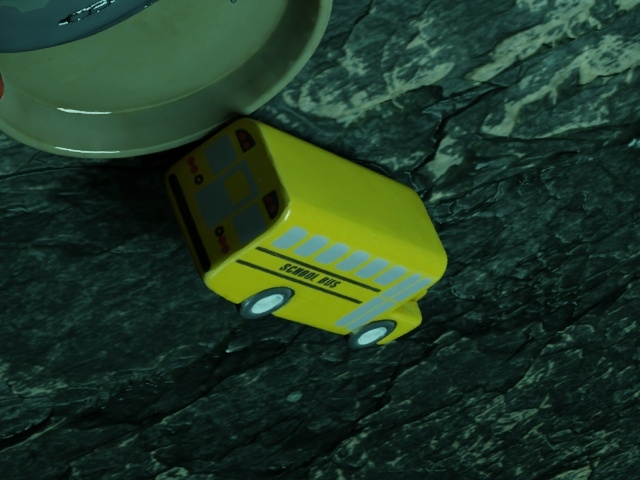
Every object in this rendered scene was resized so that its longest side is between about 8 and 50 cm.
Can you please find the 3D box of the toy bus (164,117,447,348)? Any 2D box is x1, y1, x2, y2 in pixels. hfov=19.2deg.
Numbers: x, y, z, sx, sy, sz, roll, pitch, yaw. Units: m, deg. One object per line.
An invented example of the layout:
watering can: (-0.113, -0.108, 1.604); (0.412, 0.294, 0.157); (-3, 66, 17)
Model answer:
toy bus: (0.000, 0.000, 1.621); (0.130, 0.108, 0.332); (-34, 153, 21)

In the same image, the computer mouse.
computer mouse: (-0.143, -0.195, 1.235); (0.262, 0.060, 0.184); (-10, 148, -18)

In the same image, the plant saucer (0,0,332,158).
plant saucer: (-0.127, -0.160, 1.393); (0.278, 0.041, 0.278); (-15, 149, -9)

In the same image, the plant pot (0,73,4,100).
plant pot: (-0.347, -0.202, 1.014); (0.267, 0.267, 0.236); (-17, 136, -6)
